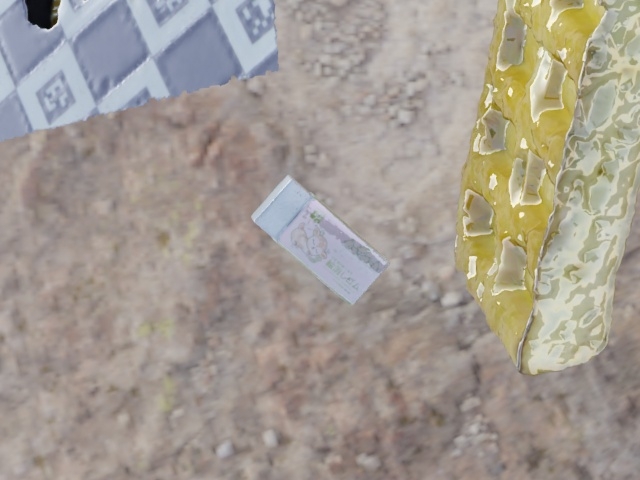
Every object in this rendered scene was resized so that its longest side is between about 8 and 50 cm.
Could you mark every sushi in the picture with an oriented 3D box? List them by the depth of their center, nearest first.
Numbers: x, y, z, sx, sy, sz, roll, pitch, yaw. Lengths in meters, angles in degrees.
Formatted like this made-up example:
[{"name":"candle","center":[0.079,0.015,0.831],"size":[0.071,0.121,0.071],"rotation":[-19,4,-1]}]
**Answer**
[{"name":"sushi","center":[-0.137,-0.221,1.113],"size":[0.294,0.059,0.292],"rotation":[-7,81,33]}]

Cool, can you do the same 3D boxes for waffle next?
[{"name":"waffle","center":[0.139,-0.076,0.911],"size":[0.057,0.168,0.274],"rotation":[2,115,-13]}]

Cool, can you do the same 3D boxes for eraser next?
[{"name":"eraser","center":[0.000,0.000,0.958],"size":[0.083,0.019,0.038],"rotation":[40,95,-17]}]
